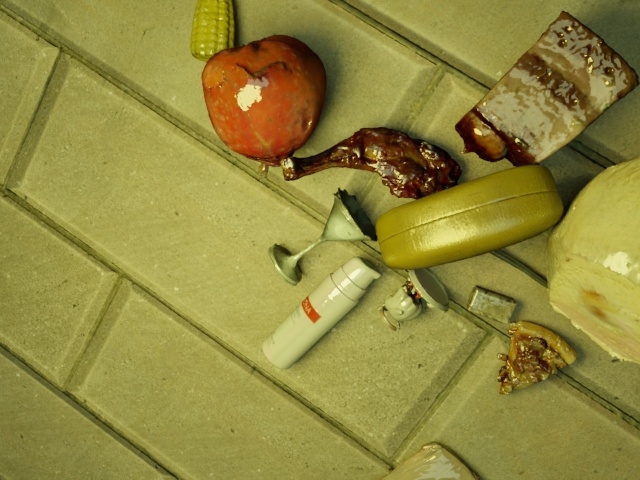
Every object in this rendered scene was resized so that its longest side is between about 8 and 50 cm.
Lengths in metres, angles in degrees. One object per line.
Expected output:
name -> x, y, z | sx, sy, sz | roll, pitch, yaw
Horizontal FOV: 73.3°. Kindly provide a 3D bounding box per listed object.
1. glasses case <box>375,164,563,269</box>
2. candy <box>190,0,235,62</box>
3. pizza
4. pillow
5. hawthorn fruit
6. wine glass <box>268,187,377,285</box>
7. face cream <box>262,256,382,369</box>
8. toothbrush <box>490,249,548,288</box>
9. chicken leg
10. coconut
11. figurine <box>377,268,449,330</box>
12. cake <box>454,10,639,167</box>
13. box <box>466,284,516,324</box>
glasses case -> 0.286, -0.030, 0.881 | 0.371, 0.173, 0.141 | -19, 75, 32
candy -> -0.247, -0.517, 1.012 | 0.106, 0.094, 0.198 | 6, 92, 12
pizza -> 0.474, 0.286, 0.992 | 0.154, 0.069, 0.194 | 31, 102, 5
pillow -> 0.258, 0.634, 1.091 | 0.173, 0.067, 0.270 | 46, 104, 8
hawthorn fruit -> -0.123, -0.279, 0.945 | 0.276, 0.276, 0.307 | 8, 122, 10
wine glass -> 0.000, 0.000, 1.016 | 0.232, 0.156, 0.156 | -35, 90, 19
face cream -> 0.001, 0.173, 1.057 | 0.102, 0.102, 0.345 | 44, 104, 3
toothbrush -> 0.444, 0.049, 0.984 | 0.297, 0.030, 0.030 | 31, 95, 5
chicken leg -> 0.115, -0.174, 0.966 | 0.407, 0.096, 0.157 | 5, 75, -5
coconut -> 0.630, 0.016, 0.767 | 0.405, 0.404, 0.404 | 2, 99, 11
figurine -> 0.207, 0.150, 1.011 | 0.132, 0.132, 0.154 | 46, 117, 2
cake -> 0.420, -0.256, 0.857 | 0.199, 0.196, 0.293 | 45, 103, 1
box -> 0.396, 0.149, 1.001 | 0.098, 0.045, 0.062 | 21, 101, 7
